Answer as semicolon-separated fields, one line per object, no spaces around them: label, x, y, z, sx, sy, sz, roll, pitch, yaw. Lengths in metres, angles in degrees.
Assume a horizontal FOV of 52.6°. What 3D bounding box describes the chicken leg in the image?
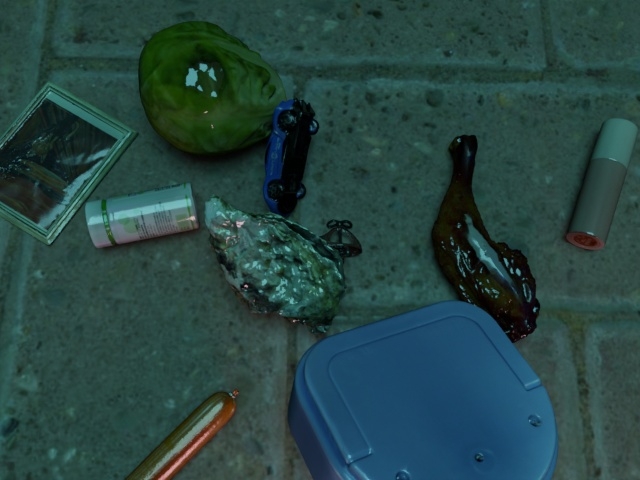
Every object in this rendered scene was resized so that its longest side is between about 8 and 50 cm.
chicken leg;0.282;-0.012;1.172;0.158;0.096;0.406;-10;71;-11

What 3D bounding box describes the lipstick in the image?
lipstick;0.535;-0.109;1.226;0.070;0.070;0.254;23;73;4

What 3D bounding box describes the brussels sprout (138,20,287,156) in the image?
brussels sprout;-0.189;-0.264;1.167;0.272;0.210;0.219;1;54;-23

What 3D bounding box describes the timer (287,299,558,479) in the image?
timer;0.164;0.293;0.967;0.395;0.173;0.394;8;45;-8

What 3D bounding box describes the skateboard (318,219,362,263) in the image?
skateboard;0.000;0.000;1.172;0.152;0.067;0.080;3;62;-8

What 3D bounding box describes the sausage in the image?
sausage;-0.260;0.365;1.037;0.053;0.053;0.348;43;75;10

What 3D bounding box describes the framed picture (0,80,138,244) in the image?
framed picture;-0.507;-0.152;1.208;0.217;0.016;0.273;30;73;6

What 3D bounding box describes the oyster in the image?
oyster;-0.083;0.045;1.078;0.268;0.198;0.112;25;38;4

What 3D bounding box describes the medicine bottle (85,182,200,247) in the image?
medicine bottle;-0.312;-0.045;1.149;0.184;0.086;0.086;-12;73;-7

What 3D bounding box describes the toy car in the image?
toy car;-0.063;-0.149;1.169;0.063;0.103;0.216;16;100;23
